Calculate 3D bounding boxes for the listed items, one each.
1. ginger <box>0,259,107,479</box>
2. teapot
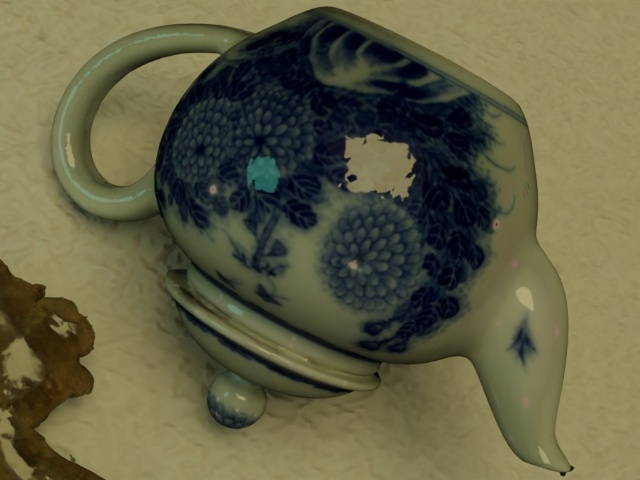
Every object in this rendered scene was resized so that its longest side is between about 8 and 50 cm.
[{"bbox_3d":[-0.180,0.108,0.749,0.214,0.059,0.133,44,64,3],"label":"ginger"},{"bbox_3d":[0.000,0.000,0.781,0.424,0.252,0.280,30,97,14],"label":"teapot"}]
